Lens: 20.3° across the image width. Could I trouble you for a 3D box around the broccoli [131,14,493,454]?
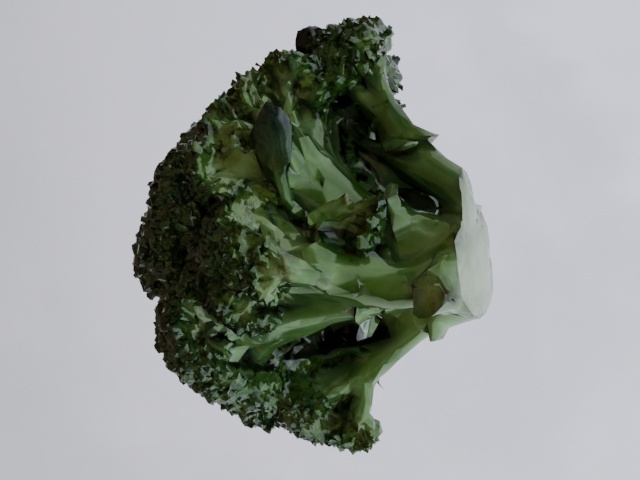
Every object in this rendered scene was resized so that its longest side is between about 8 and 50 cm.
[{"bbox_3d":[0.000,0.000,0.810,0.156,0.195,0.195,-5,-98,24],"label":"broccoli"}]
